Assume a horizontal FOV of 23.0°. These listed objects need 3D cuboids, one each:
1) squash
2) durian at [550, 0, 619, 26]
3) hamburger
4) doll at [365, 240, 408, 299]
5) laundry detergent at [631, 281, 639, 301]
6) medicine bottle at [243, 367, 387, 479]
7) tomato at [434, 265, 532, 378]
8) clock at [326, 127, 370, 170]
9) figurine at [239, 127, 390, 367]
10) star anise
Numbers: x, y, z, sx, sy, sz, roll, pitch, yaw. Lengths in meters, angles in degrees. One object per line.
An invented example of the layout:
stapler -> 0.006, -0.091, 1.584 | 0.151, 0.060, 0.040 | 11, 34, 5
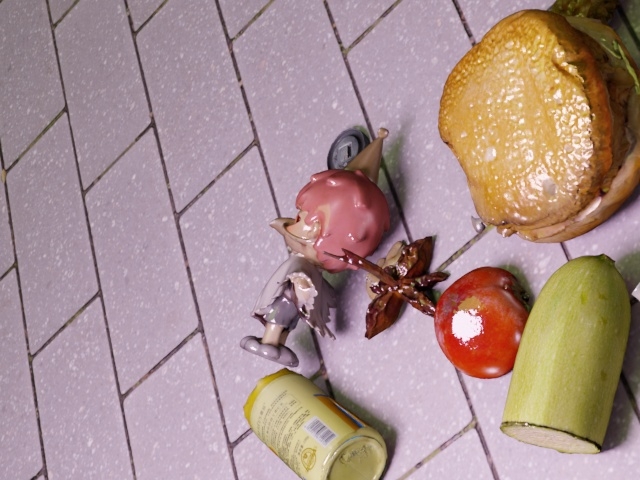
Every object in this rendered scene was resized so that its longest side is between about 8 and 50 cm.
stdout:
squash -> 0.313, 0.133, 1.953 | 0.132, 0.132, 0.247 | 1, 69, 49
durian -> 0.346, -0.290, 2.167 | 0.224, 0.078, 0.140 | -59, -6, 25
hamburger -> 0.292, -0.143, 2.056 | 0.314, 0.170, 0.290 | -42, 57, 44
doll -> 0.102, 0.048, 2.314 | 0.093, 0.051, 0.061 | -43, 30, -19
laundry detergent -> 0.449, 0.127, 1.720 | 0.253, 0.091, 0.181 | 36, 115, 10
medicine bottle -> -0.012, 0.276, 2.249 | 0.239, 0.124, 0.124 | 36, 99, 51
tomato -> 0.208, 0.104, 2.112 | 0.139, 0.091, 0.159 | -41, 47, 29
clock -> 0.044, -0.136, 2.481 | 0.085, 0.017, 0.085 | -25, 53, 39
figurine -> 0.000, 0.000, 2.321 | 0.166, 0.207, 0.387 | 23, 89, 18
star anise -> 0.098, 0.052, 2.223 | 0.140, 0.144, 0.158 | -17, 56, 24
